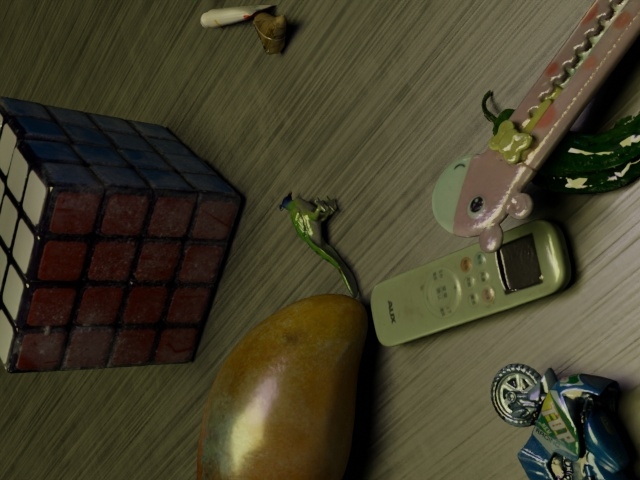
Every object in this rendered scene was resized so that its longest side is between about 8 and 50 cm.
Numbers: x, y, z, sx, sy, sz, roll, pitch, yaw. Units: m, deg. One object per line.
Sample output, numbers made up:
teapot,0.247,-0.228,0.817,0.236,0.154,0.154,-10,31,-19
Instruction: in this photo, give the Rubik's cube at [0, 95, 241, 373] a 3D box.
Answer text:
Rubik's cube,-0.386,-0.008,1.635,0.337,0.344,0.344,42,118,46

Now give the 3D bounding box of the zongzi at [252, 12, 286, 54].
zongzi,-0.077,-0.340,1.490,0.083,0.040,0.076,105,146,-54

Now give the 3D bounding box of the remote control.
remote control,0.171,0.057,1.156,0.309,0.038,0.090,-25,68,48

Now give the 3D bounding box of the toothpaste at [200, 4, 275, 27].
toothpaste,-0.143,-0.371,1.595,0.190,0.048,0.031,10,122,54

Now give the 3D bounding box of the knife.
knife,0.250,-0.164,0.993,0.398,0.038,0.132,-54,44,13

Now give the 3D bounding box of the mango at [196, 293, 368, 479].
mango,-0.051,0.244,1.309,0.221,0.199,0.384,35,103,55

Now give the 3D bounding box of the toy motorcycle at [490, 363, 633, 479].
toy motorcycle,0.271,0.225,0.977,0.135,0.092,0.254,-39,66,33

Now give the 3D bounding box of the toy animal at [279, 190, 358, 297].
toy animal,0.006,-0.014,1.375,0.217,0.041,0.075,49,126,37

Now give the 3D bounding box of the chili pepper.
chili pepper,0.260,-0.113,1.038,0.279,0.065,0.122,8,81,50
